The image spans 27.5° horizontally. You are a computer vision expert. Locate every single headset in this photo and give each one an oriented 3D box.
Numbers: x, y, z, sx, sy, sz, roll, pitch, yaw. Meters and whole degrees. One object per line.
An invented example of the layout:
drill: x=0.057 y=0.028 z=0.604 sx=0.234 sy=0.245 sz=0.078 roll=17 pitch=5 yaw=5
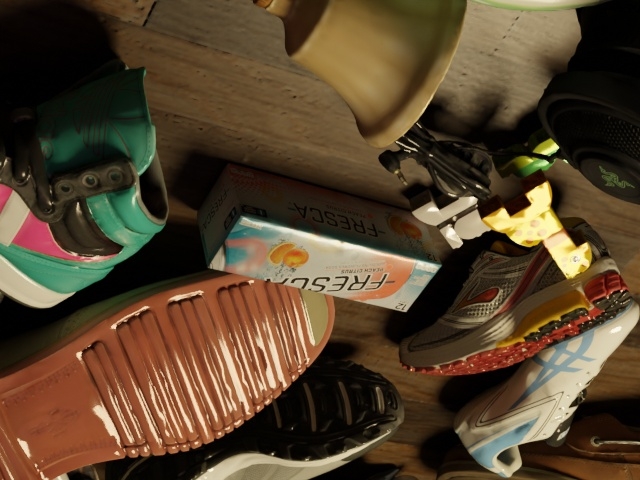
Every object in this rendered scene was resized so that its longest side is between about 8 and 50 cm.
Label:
headset: x=0.198 y=-0.132 z=0.841 sx=0.185 sy=0.243 sz=0.394 roll=37 pitch=138 yaw=-16

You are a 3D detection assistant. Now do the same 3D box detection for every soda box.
soda box: x=0.000 y=0.000 z=1.013 sx=0.183 sy=0.063 sz=0.058 roll=13 pitch=129 yaw=-28

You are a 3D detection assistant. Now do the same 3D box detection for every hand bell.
hand bell: x=-0.041 y=-0.164 z=0.825 sx=0.242 sy=0.126 sz=0.126 roll=24 pitch=125 yaw=-20

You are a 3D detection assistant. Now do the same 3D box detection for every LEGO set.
LEGO set: x=0.193 y=-0.033 z=1.007 sx=0.227 sy=0.087 sz=0.093 roll=-29 pitch=122 yaw=15

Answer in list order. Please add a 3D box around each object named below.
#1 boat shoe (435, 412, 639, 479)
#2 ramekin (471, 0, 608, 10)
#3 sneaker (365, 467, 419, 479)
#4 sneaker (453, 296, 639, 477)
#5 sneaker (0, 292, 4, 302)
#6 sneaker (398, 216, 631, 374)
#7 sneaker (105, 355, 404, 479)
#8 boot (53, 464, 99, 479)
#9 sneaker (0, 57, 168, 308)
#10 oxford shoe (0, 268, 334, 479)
boat shoe: x=0.270 y=0.231 z=1.302 sx=0.307 sy=0.104 sz=0.110 roll=9 pitch=144 yaw=2
ramekin: x=0.131 y=-0.273 z=0.712 sx=0.303 sy=0.148 sz=0.303 roll=-8 pitch=136 yaw=-8
sneaker: x=0.058 y=0.304 z=1.315 sx=0.153 sy=0.094 sz=0.235 roll=-28 pitch=142 yaw=2
sneaker: x=0.213 y=0.129 z=1.178 sx=0.086 sy=0.085 sz=0.237 roll=43 pitch=128 yaw=5
sneaker: x=-0.307 y=0.050 z=0.983 sx=0.089 sy=0.051 sz=0.170 roll=18 pitch=131 yaw=-36
sneaker: x=0.156 y=0.053 z=1.109 sx=0.225 sy=0.092 sz=0.088 roll=-31 pitch=156 yaw=35
sneaker: x=-0.052 y=0.183 z=1.171 sx=0.272 sy=0.100 sz=0.108 roll=-19 pitch=146 yaw=12
boot: x=-0.240 y=0.269 z=1.172 sx=0.123 sy=0.095 sz=0.258 roll=-20 pitch=124 yaw=1
sneaker: x=-0.196 y=-0.066 z=0.841 sx=0.178 sy=0.123 sz=0.295 roll=-26 pitch=144 yaw=18
oxford shoe: x=-0.182 y=0.099 z=1.030 sx=0.397 sy=0.146 sz=0.140 roll=-20 pitch=115 yaw=-19
